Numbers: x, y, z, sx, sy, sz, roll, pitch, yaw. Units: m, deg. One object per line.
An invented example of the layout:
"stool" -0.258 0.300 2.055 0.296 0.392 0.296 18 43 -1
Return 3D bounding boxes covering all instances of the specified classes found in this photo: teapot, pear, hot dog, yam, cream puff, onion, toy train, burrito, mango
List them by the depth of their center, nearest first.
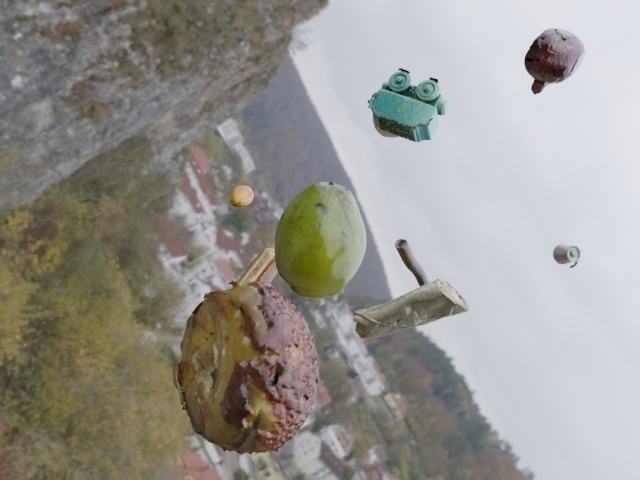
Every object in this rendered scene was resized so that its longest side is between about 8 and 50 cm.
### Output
"cream puff" -0.125 0.245 1.311 0.228 0.350 0.350 10 32 -31
"burrito" 0.168 0.135 1.323 0.060 0.226 0.087 -84 151 -65
"pear" 0.000 0.000 1.520 0.212 0.212 0.269 -122 -142 -71
"mango" -0.206 -0.111 1.768 0.089 0.060 0.046 -53 164 -53
"toy train" 0.242 -0.365 1.875 0.203 0.163 0.112 24 -12 25
"hot dog" -0.192 0.117 1.913 0.062 0.236 0.092 11 -41 38
"teapot" 0.743 0.047 2.044 0.083 0.064 0.064 54 -17 -11
"onion" 0.724 -0.542 2.134 0.140 0.195 0.218 33 -47 23
"yam" 0.322 0.106 2.287 0.327 0.045 0.045 55 35 -44

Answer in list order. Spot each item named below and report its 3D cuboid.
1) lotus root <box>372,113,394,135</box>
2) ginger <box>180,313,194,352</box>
"lotus root" 0.242 -0.408 2.180 0.284 0.146 0.160 -6 111 -87
"ginger" -0.265 0.355 1.950 0.418 0.176 0.254 49 -52 36
